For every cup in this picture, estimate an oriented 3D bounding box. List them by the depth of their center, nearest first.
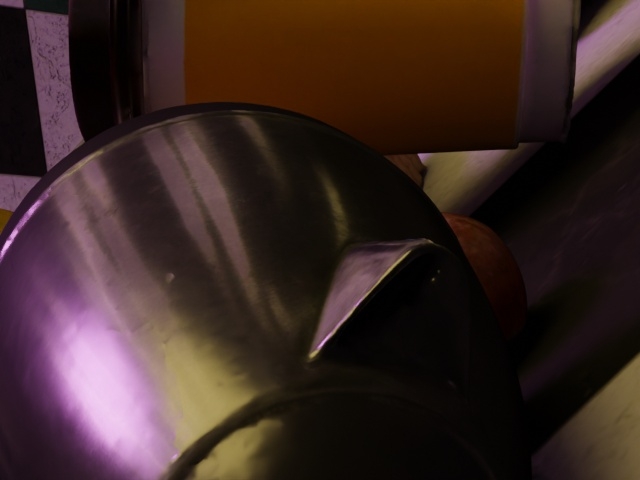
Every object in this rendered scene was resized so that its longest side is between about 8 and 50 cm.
[{"bbox_3d":[0.001,-0.124,1.054,0.196,0.279,0.196,4,-90,-87],"label":"cup"}]

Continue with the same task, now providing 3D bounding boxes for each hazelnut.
[{"bbox_3d":[0.052,0.027,0.862,0.086,0.086,0.086,-42,12,11],"label":"hazelnut"}]

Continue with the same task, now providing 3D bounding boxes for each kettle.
[{"bbox_3d":[-0.032,0.088,0.660,0.251,0.207,0.271,-38,19,-1],"label":"kettle"}]

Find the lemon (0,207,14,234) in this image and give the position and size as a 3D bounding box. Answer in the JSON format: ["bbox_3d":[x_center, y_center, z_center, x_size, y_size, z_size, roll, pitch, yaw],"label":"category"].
[{"bbox_3d":[-0.200,0.118,0.945,0.316,0.285,0.285,9,50,44],"label":"lemon"}]

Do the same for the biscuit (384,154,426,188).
[{"bbox_3d":[0.000,0.000,1.111,0.054,0.094,0.379,-33,15,22],"label":"biscuit"}]
